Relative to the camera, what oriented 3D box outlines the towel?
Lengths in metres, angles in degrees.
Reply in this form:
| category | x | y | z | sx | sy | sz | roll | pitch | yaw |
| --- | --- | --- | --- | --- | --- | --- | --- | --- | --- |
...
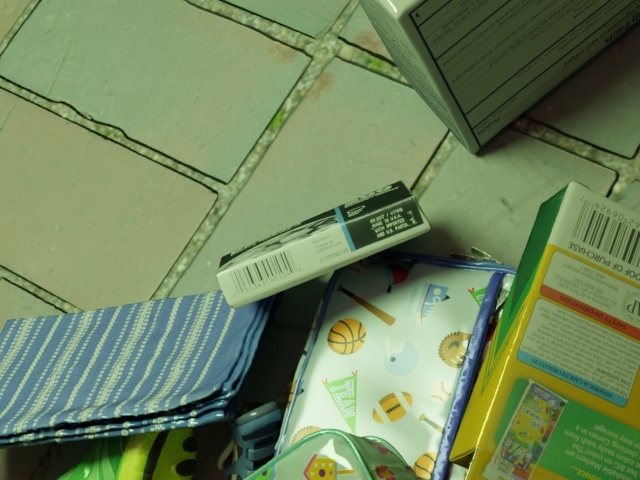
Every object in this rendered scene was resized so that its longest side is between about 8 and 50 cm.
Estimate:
| category | x | y | z | sx | sy | sz | roll | pitch | yaw |
| --- | --- | --- | --- | --- | --- | --- | --- | --- | --- |
| towel | -0.214 | 0.123 | 1.849 | 0.336 | 0.040 | 0.243 | -9 | 28 | 18 |

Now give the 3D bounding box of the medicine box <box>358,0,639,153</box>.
| category | x | y | z | sx | sy | sz | roll | pitch | yaw |
| --- | --- | --- | --- | --- | --- | --- | --- | --- | --- |
| medicine box | 0.180 | -0.273 | 1.816 | 0.263 | 0.289 | 0.149 | -38 | 58 | 0 |

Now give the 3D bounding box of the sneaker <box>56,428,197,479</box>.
| category | x | y | z | sx | sy | sz | roll | pitch | yaw |
| --- | --- | --- | --- | --- | --- | --- | --- | --- | --- |
| sneaker | -0.221 | 0.302 | 1.804 | 0.123 | 0.109 | 0.295 | 7 | 66 | 50 |

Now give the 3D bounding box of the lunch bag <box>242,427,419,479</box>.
| category | x | y | z | sx | sy | sz | roll | pitch | yaw |
| --- | --- | --- | --- | --- | --- | --- | --- | --- | --- |
| lunch bag | 0.013 | 0.317 | 1.589 | 0.224 | 0.108 | 0.279 | -38 | 67 | 19 |

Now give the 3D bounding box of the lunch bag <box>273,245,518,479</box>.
| category | x | y | z | sx | sy | sz | roll | pitch | yaw |
| --- | --- | --- | --- | --- | --- | --- | --- | --- | --- |
| lunch bag | 0.100 | 0.150 | 1.734 | 0.243 | 0.115 | 0.303 | 9 | 69 | 24 |

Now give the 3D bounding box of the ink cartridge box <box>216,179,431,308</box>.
| category | x | y | z | sx | sy | sz | roll | pitch | yaw |
| --- | --- | --- | --- | --- | --- | --- | --- | --- | --- |
| ink cartridge box | 0.000 | 0.000 | 1.794 | 0.206 | 0.208 | 0.045 | -22 | 95 | 1 |

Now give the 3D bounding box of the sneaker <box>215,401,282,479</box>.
| category | x | y | z | sx | sy | sz | roll | pitch | yaw |
| --- | --- | --- | --- | --- | --- | --- | --- | --- | --- |
| sneaker | -0.061 | 0.206 | 1.763 | 0.053 | 0.144 | 0.059 | -19 | 63 | -23 |

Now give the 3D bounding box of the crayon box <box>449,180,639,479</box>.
| category | x | y | z | sx | sy | sz | roll | pitch | yaw |
| --- | --- | --- | --- | --- | --- | --- | --- | --- | --- |
| crayon box | 0.252 | 0.135 | 1.637 | 0.203 | 0.083 | 0.323 | 25 | 71 | -7 |
